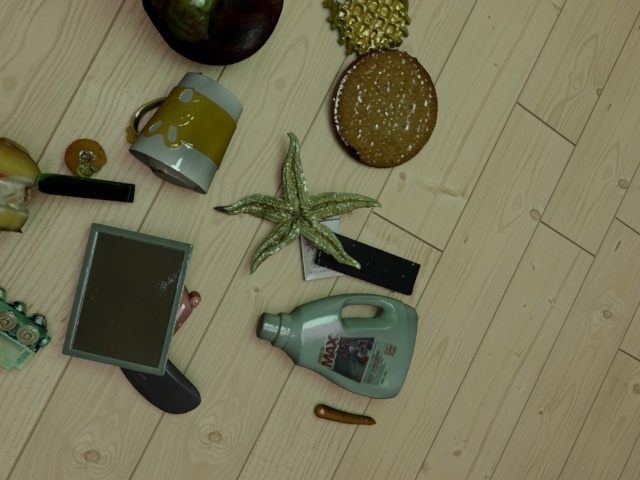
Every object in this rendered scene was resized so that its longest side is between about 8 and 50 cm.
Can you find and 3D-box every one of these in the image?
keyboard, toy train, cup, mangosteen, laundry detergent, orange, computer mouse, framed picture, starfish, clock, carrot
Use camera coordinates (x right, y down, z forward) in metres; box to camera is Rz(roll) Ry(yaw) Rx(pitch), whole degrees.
[{"bbox_3d":[0.131,0.066,1.305,0.309,0.018,0.101,19,87,-25],"label":"keyboard"},{"bbox_3d":[-0.682,0.186,1.052,0.194,0.081,0.125,41,87,-18],"label":"toy train"},{"bbox_3d":[-0.308,-0.244,1.090,0.241,0.185,0.226,26,81,13],"label":"cup"},{"bbox_3d":[-0.242,-0.496,0.987,0.359,0.306,0.306,-45,108,-36],"label":"mangosteen"},{"bbox_3d":[0.040,0.243,1.263,0.397,0.124,0.264,17,91,-16],"label":"laundry detergent"},{"bbox_3d":[-0.512,-0.180,1.076,0.086,0.062,0.086,-1,93,-16],"label":"orange"},{"bbox_3d":[-0.378,0.322,1.152,0.120,0.057,0.232,-29,107,23],"label":"computer mouse"},{"bbox_3d":[-0.495,-0.111,1.042,0.209,0.042,0.044,4,94,-53],"label":"toy train"},{"bbox_3d":[-0.419,0.128,1.085,0.232,0.019,0.297,13,88,1],"label":"framed picture"},{"bbox_3d":[-0.051,-0.046,1.195,0.347,0.078,0.358,-40,91,0],"label":"starfish"},{"bbox_3d":[-0.378,0.141,1.136,0.162,0.092,0.166,38,84,-14],"label":"clock"},{"bbox_3d":[0.069,0.477,1.341,0.190,0.037,0.037,21,89,-22],"label":"carrot"}]

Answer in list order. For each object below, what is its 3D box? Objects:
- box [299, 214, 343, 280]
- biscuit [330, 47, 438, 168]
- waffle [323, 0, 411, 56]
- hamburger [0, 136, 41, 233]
[{"bbox_3d":[0.000,0.000,1.271,0.109,0.029,0.199,-8,98,-16],"label":"box"},{"bbox_3d":[0.167,-0.336,1.273,0.305,0.038,0.306,-5,104,-18],"label":"biscuit"},{"bbox_3d":[0.126,-0.579,1.244,0.228,0.051,0.232,-29,104,-16],"label":"waffle"},{"bbox_3d":[-0.695,-0.140,0.932,0.302,0.261,0.187,14,87,7],"label":"hamburger"}]
